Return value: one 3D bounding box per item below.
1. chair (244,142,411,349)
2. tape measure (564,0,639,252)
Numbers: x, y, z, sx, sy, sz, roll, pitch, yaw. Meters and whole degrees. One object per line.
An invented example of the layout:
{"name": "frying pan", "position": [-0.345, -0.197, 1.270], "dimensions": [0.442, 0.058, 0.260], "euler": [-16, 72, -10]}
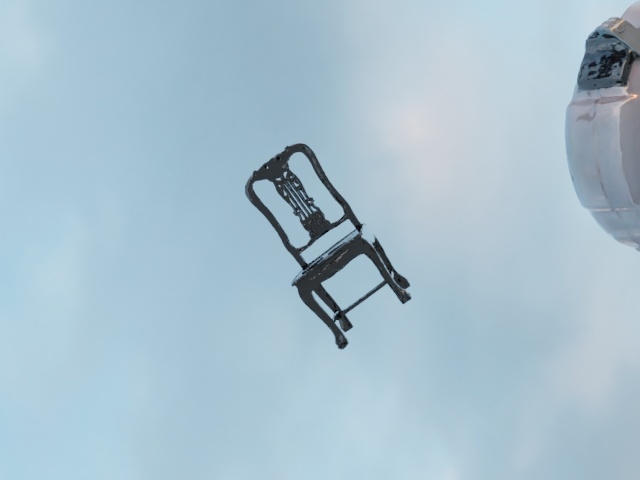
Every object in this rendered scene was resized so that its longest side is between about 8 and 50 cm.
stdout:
{"name": "chair", "position": [0.000, 0.000, 1.701], "dimensions": [0.229, 0.106, 0.113], "euler": [53, -172, -2]}
{"name": "tape measure", "position": [0.288, -0.092, 1.221], "dimensions": [0.197, 0.120, 0.236], "euler": [-16, -80, -44]}
